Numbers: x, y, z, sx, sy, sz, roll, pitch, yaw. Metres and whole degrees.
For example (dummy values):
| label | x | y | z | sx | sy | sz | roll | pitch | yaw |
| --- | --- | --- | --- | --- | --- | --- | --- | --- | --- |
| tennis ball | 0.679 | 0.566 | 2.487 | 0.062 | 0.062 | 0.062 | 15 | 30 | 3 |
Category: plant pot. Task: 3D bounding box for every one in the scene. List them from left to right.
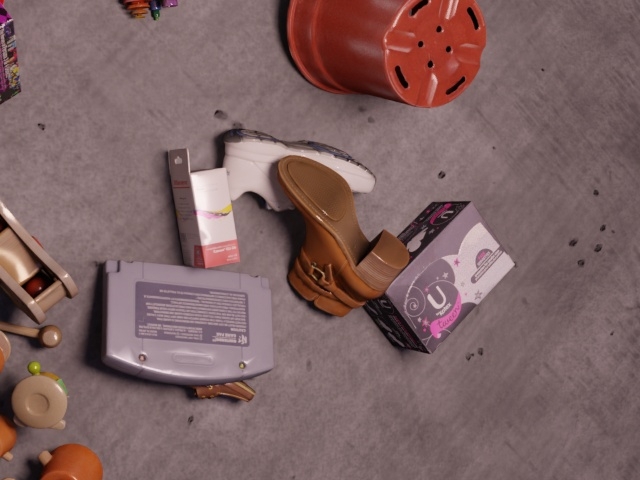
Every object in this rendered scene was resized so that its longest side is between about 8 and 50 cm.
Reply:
| label | x | y | z | sx | sy | sz | roll | pitch | yaw |
| --- | --- | --- | --- | --- | --- | --- | --- | --- | --- |
| plant pot | 0.123 | -0.350 | 1.789 | 0.272 | 0.265 | 0.272 | -13 | 116 | -27 |

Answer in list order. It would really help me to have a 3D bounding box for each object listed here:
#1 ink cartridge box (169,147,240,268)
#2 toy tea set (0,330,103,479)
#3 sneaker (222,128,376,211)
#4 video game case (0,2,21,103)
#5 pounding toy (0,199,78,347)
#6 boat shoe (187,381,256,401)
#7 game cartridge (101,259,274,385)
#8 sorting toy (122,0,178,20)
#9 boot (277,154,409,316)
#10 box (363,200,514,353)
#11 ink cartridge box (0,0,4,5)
| label | x | y | z | sx | sy | sz | roll | pitch | yaw |
| --- | --- | --- | --- | --- | --- | --- | --- | --- | --- |
| ink cartridge box | -0.196 | -0.059 | 1.765 | 0.067 | 0.115 | 0.198 | -12 | 97 | -24 |
| toy tea set | -0.464 | 0.293 | 1.670 | 0.200 | 0.124 | 0.336 | -8 | 101 | 4 |
| sneaker | -0.043 | -0.113 | 1.862 | 0.297 | 0.111 | 0.129 | 9 | 104 | -23 |
| video game case | -0.537 | -0.228 | 1.532 | 0.210 | 0.232 | 0.042 | -35 | 82 | -20 |
| pounding toy | -0.479 | 0.067 | 1.610 | 0.155 | 0.154 | 0.269 | -41 | 108 | -19 |
| boat shoe | -0.197 | 0.241 | 1.809 | 0.178 | 0.064 | 0.060 | 26 | 86 | -19 |
| game cartridge | -0.219 | 0.141 | 1.760 | 0.294 | 0.060 | 0.196 | 8 | 62 | -25 |
| sorting toy | -0.273 | -0.387 | 1.747 | 0.102 | 0.061 | 0.042 | -8 | 96 | -3 |
| boot | 0.000 | 0.000 | 1.827 | 0.283 | 0.220 | 0.109 | 38 | 50 | -6 |
| box | 0.208 | 0.065 | 1.954 | 0.247 | 0.142 | 0.163 | -43 | 109 | -18 |
| ink cartridge box | -0.558 | -0.432 | 1.499 | 0.271 | 0.130 | 0.309 | 11 | 115 | -27 |
